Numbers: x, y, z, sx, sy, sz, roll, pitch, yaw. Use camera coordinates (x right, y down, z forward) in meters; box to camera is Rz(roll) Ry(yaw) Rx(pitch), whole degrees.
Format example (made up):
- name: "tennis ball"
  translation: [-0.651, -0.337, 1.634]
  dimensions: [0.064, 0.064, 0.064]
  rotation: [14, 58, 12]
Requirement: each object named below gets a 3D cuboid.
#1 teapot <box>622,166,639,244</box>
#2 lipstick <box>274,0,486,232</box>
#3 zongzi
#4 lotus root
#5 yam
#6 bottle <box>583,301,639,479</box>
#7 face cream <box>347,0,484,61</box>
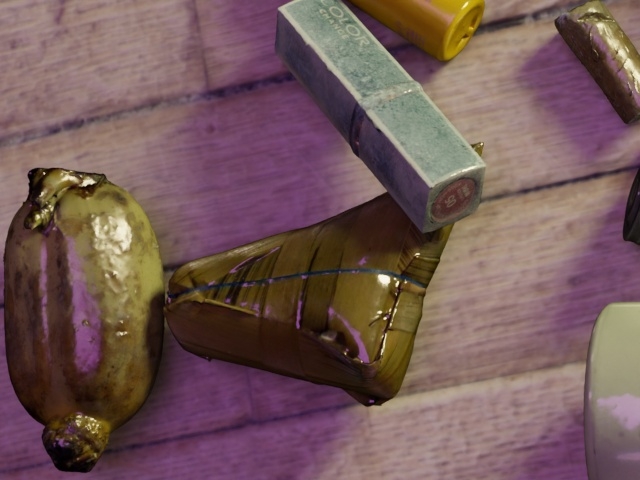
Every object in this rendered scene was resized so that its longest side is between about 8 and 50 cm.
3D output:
- name: "teapot"
  translation: [0.345, -0.048, 1.639]
  dimensions: [0.091, 0.092, 0.124]
  rotation: [17, 92, 0]
- name: "lipstick"
  translation: [0.053, -0.134, 1.692]
  dimensions: [0.077, 0.076, 0.289]
  rotation: [-22, 55, -22]
- name: "zongzi"
  translation: [0.000, 0.000, 1.719]
  dimensions: [0.260, 0.123, 0.289]
  rotation: [13, 70, 20]
- name: "lotus root"
  translation: [-0.246, 0.081, 1.747]
  dimensions: [0.173, 0.173, 0.309]
  rotation: [-5, 80, 14]
- name: "yam"
  translation: [0.286, -0.177, 1.693]
  dimensions: [0.054, 0.054, 0.132]
  rotation: [-34, 75, 8]
- name: "bottle"
  translation: [0.421, 0.146, 1.512]
  dimensions: [0.352, 0.229, 0.229]
  rotation: [-3, 81, 21]
- name: "face cream"
  translation: [0.038, -0.285, 1.762]
  dimensions: [0.273, 0.078, 0.078]
  rotation: [35, 92, 17]
